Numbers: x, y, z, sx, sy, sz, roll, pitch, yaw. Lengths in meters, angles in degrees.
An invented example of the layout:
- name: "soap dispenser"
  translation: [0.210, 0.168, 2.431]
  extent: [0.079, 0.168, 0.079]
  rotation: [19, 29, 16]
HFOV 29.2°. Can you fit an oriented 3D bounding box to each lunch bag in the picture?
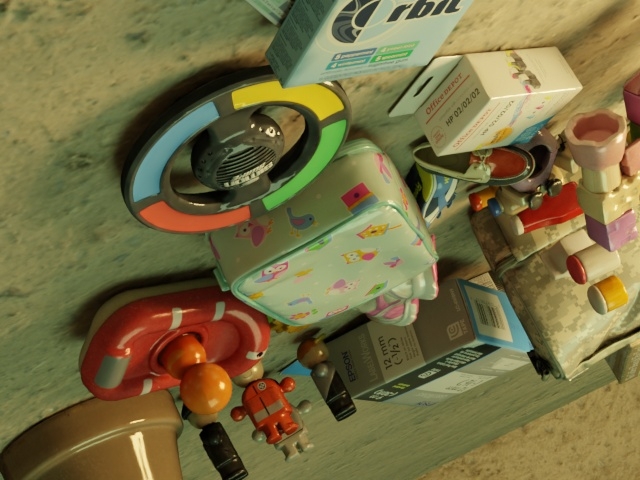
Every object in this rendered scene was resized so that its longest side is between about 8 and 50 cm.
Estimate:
- name: "lunch bag"
  translation: [0.385, 0.022, 1.689]
  extent: [0.305, 0.256, 0.212]
  rotation: [-29, 160, 5]
- name: "lunch bag"
  translation: [0.000, 0.000, 1.371]
  extent: [0.224, 0.108, 0.279]
  rotation: [-25, 158, 9]

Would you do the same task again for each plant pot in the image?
- name: "plant pot"
  translation: [-0.290, 0.365, 1.724]
  extent: [0.263, 0.229, 0.263]
  rotation: [-23, 159, -9]

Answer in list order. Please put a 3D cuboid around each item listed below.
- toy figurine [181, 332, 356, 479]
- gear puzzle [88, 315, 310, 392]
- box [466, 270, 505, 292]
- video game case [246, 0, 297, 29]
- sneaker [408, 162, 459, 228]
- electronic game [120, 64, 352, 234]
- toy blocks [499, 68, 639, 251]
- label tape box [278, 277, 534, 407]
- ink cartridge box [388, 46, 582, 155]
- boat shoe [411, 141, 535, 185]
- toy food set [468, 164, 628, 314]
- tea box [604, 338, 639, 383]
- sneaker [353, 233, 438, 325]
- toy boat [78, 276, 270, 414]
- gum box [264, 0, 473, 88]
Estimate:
- name: "toy figurine"
  translation: [-0.076, 0.241, 1.820]
  extent: [0.209, 0.148, 0.213]
  rotation: [-13, 153, -43]
- name: "gear puzzle"
  translation: [-0.136, 0.140, 1.632]
  extent: [0.338, 0.044, 0.175]
  rotation: [-14, 156, -32]
- name: "box"
  translation: [0.310, 0.087, 2.059]
  extent: [0.190, 0.045, 0.184]
  rotation: [-21, 156, -13]
- name: "video game case"
  translation: [0.020, -0.235, 0.949]
  extent: [0.183, 0.023, 0.201]
  rotation: [-32, 159, 14]
- name: "sneaker"
  translation: [0.135, -0.052, 1.494]
  extent: [0.059, 0.053, 0.144]
  rotation: [-22, 160, -20]
- name: "electronic game"
  translation: [-0.076, -0.080, 1.144]
  extent: [0.229, 0.048, 0.229]
  rotation: [-22, 153, -12]
- name: "toy blocks"
  translation: [0.374, -0.159, 1.372]
  extent: [0.288, 0.309, 0.260]
  rotation: [-33, 129, -17]
- name: "label tape box"
  translation: [0.146, 0.191, 1.949]
  extent: [0.347, 0.115, 0.249]
  rotation: [-31, 155, 26]
- name: "ink cartridge box"
  translation: [0.174, -0.146, 1.299]
  extent: [0.181, 0.062, 0.104]
  rotation: [-11, 155, -37]
- name: "boat shoe"
  translation: [0.170, -0.090, 1.377]
  extent: [0.137, 0.049, 0.043]
  rotation: [9, 178, 25]
- name: "toy food set"
  translation: [0.283, -0.004, 1.538]
  extent: [0.104, 0.232, 0.111]
  rotation: [-24, 156, -7]
- name: "tea box"
  translation: [0.598, 0.052, 2.075]
  extent: [0.323, 0.220, 0.329]
  rotation: [-27, 160, 2]
- name: "sneaker"
  translation: [0.077, 0.050, 1.619]
  extent: [0.111, 0.103, 0.252]
  rotation: [0, 162, -8]
- name: "toy boat"
  translation: [-0.153, 0.139, 1.426]
  extent: [0.231, 0.151, 0.151]
  rotation: [-9, 138, -40]
- name: "gum box"
  translation: [0.059, -0.202, 0.988]
  extent: [0.157, 0.041, 0.184]
  rotation: [-14, 157, -32]
